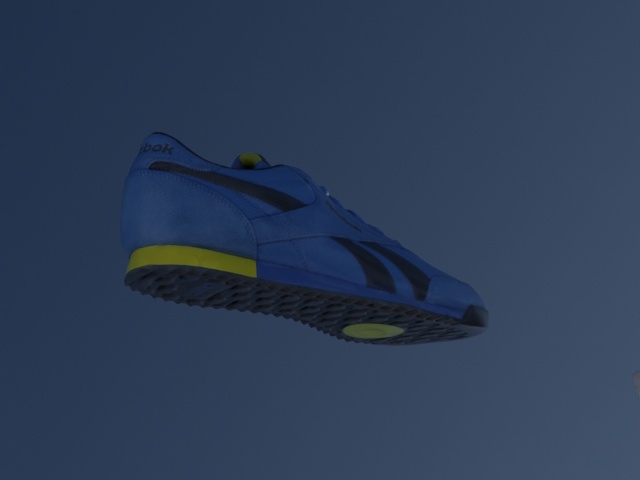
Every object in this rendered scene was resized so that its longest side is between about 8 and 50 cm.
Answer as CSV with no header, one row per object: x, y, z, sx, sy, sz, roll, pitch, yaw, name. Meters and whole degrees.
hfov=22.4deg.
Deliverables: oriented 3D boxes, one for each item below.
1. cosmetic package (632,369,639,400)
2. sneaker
0.314,0.118,0.872,0.225,0.224,0.138,-32,-67,14,cosmetic package
0.000,0.000,0.785,0.209,0.069,0.082,16,-114,-32,sneaker
